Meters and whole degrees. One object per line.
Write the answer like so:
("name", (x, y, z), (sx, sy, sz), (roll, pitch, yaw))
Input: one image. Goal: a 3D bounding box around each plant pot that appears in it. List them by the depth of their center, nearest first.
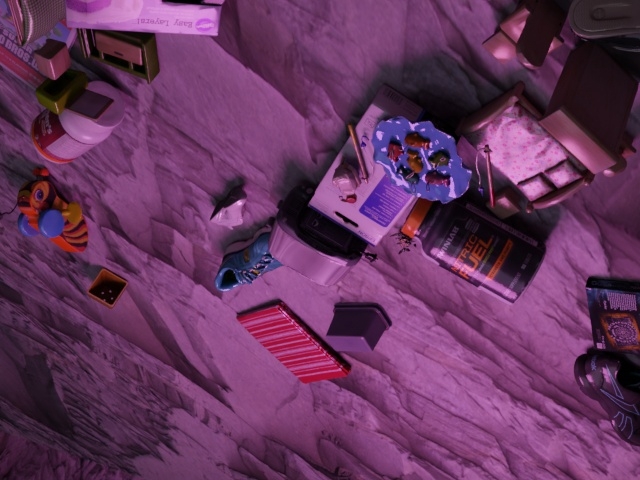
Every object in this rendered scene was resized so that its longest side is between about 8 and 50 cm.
("plant pot", (-0.580, 0.140, 2.363), (0.081, 0.081, 0.083), (30, 155, -1))

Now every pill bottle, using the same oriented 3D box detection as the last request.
("pill bottle", (0.271, 0.005, 1.573), (0.246, 0.130, 0.130), (29, 144, 5))
("pill bottle", (-0.505, -0.247, 1.806), (0.221, 0.121, 0.121), (-20, 122, 46))

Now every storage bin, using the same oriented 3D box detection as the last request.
("storage bin", (0.083, 0.208, 1.983), (0.135, 0.091, 0.098), (-2, 134, 37))

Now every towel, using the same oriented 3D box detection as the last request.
("towel", (-0.068, 0.265, 2.207), (0.275, 0.031, 0.199), (46, 143, -19))

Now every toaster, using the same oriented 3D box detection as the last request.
("toaster", (0.000, 0.000, 1.761), (0.227, 0.129, 0.146), (29, 148, -4))

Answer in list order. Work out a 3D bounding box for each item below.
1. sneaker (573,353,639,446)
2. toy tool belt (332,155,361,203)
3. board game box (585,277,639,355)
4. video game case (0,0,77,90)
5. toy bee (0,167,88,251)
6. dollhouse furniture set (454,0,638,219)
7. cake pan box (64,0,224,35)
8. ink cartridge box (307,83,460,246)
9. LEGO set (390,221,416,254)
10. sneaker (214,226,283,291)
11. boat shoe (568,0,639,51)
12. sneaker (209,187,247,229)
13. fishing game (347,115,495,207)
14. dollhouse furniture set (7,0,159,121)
("sneaker", (0.625, 0.325, 1.750), (0.267, 0.101, 0.106), (43, 140, -19))
("toy tool belt", (0.050, -0.110, 1.563), (0.052, 0.051, 0.083), (-5, 146, 17))
("board game box", (0.572, 0.147, 1.633), (0.126, 0.026, 0.186), (6, 138, 29))
("video game case", (-0.596, -0.426, 1.735), (0.204, 0.025, 0.285), (38, 143, -11))
("toy bee", (-0.667, -0.085, 2.115), (0.195, 0.162, 0.298), (10, 165, 12))
("dollhouse furniture set", (0.288, -0.151, 1.341), (0.303, 0.173, 0.356), (40, 142, -14))
("cake pan box", (-0.272, -0.440, 1.372), (0.267, 0.070, 0.245), (1, 146, -14))
("ink cartridge box", (0.108, -0.127, 1.586), (0.165, 0.065, 0.332), (32, 143, -4))
("LEGO set", (0.172, -0.007, 1.727), (0.054, 0.023, 0.083), (34, 131, -10))
("sneaker", (-0.140, 0.052, 1.930), (0.107, 0.110, 0.275), (43, 141, -18))
("boat shoe", (0.453, -0.292, 1.161), (0.233, 0.084, 0.079), (7, 177, 17))
("sneaker", (-0.184, -0.068, 1.872), (0.061, 0.053, 0.152), (30, 151, -16))
("fishing game", (0.163, -0.128, 1.449), (0.264, 0.041, 0.189), (16, 143, 28))
("dollhouse furniture set", (-0.411, -0.377, 1.520), (0.151, 0.197, 0.301), (22, 144, 14))
